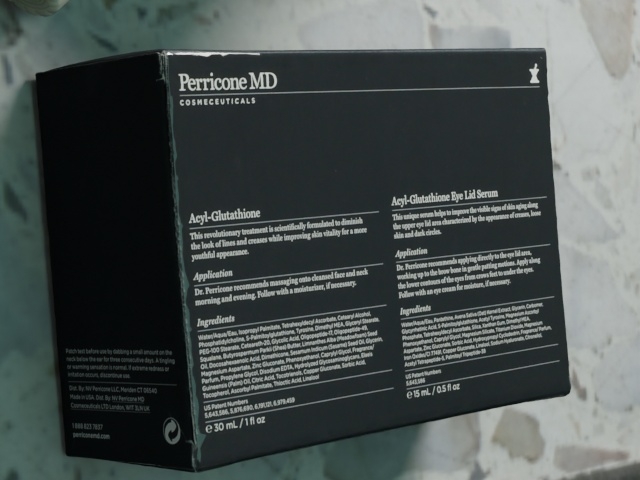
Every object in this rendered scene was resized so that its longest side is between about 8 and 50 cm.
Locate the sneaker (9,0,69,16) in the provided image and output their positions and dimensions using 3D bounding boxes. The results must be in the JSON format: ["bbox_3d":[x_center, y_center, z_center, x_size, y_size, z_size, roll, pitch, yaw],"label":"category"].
[{"bbox_3d":[-0.134,-0.184,0.832,0.084,0.058,0.152,-49,121,-32],"label":"sneaker"}]

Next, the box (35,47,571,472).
[{"bbox_3d":[0.000,0.000,0.922,0.261,0.103,0.184,-5,94,-44],"label":"box"}]
